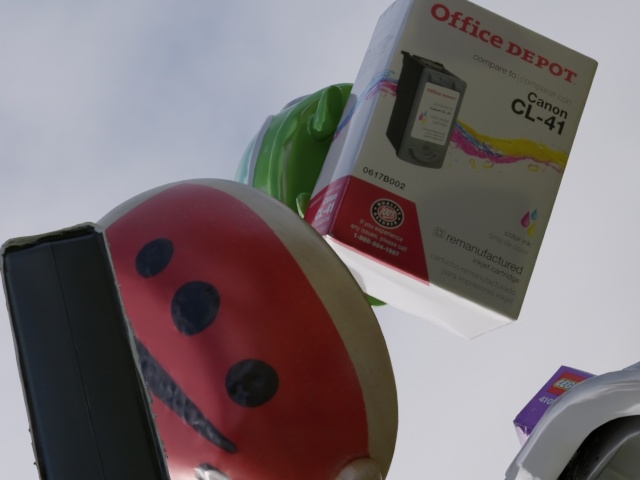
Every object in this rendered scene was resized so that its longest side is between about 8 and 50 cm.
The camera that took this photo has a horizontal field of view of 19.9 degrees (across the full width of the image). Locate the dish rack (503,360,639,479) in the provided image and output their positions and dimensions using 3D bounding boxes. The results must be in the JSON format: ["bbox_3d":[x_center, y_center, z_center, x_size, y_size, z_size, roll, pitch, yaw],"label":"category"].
[{"bbox_3d":[0.181,0.206,0.799,0.333,0.285,0.072,-63,-5,37],"label":"dish rack"}]

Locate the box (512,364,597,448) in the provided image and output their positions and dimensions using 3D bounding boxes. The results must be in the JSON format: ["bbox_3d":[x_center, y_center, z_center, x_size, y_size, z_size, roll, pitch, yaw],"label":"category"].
[{"bbox_3d":[0.242,0.220,1.083,0.057,0.201,0.293,-44,-50,-28],"label":"box"}]

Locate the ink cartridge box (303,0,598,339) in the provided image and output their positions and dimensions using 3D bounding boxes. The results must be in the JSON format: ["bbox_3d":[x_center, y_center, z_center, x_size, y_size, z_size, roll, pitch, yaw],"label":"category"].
[{"bbox_3d":[0.131,-0.082,1.895,0.306,0.226,0.131,-70,13,-17],"label":"ink cartridge box"}]

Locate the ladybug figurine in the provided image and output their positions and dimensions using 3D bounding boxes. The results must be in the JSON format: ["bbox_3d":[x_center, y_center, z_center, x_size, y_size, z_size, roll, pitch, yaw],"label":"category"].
[{"bbox_3d":[-0.104,0.109,1.699,0.162,0.449,0.305,0,-66,-42],"label":"ladybug figurine"}]

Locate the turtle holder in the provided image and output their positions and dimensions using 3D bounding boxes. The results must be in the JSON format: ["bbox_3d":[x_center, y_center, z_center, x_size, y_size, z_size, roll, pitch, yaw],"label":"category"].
[{"bbox_3d":[0.014,-0.008,2.068,0.243,0.227,0.320,-9,-95,-38],"label":"turtle holder"}]

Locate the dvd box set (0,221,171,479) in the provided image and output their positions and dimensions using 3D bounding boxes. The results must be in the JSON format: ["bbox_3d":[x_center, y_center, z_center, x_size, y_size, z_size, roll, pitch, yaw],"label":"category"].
[{"bbox_3d":[-0.089,0.231,1.014,0.420,0.062,0.307,85,169,-54],"label":"dvd box set"}]
